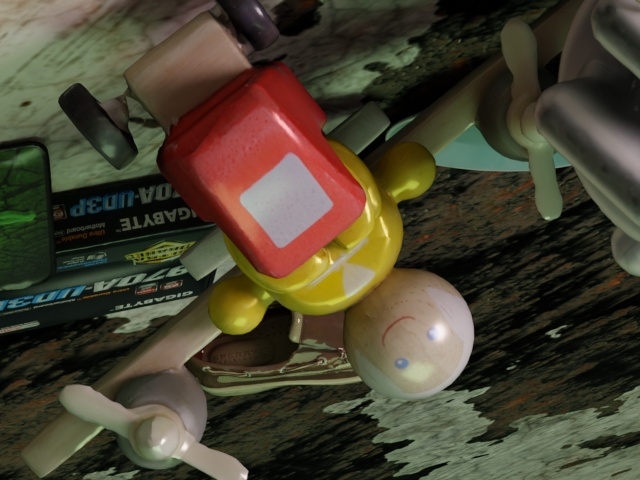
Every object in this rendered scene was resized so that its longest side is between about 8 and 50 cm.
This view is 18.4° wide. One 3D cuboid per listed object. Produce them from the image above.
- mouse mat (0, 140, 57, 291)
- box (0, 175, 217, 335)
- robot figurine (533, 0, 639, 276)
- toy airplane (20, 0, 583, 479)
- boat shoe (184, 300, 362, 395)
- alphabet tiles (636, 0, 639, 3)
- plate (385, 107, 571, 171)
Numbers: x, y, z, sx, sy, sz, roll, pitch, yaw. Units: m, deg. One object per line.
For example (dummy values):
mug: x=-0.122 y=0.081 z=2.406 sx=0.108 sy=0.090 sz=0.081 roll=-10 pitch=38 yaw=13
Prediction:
mouse mat: x=-0.287 y=-0.004 z=1.436 sx=0.189 sy=0.007 sz=0.153 roll=-10 pitch=139 yaw=-12
box: x=-0.192 y=0.014 z=1.587 sx=0.220 sy=0.051 sz=0.175 roll=-11 pitch=161 yaw=-13
robot figurine: x=0.290 y=-0.099 z=1.249 sx=0.353 sy=0.200 sz=0.300 roll=-11 pitch=143 yaw=-47
toy airplane: x=0.000 y=0.000 z=1.340 sx=0.384 sy=0.272 sz=0.386 roll=-25 pitch=159 yaw=-43
boat shoe: x=-0.009 y=0.093 z=1.913 sx=0.257 sy=0.095 sz=0.095 roll=-17 pitch=156 yaw=6
alphabet tiles: x=0.118 y=-0.206 z=1.032 sx=0.237 sy=0.009 sz=0.198 roll=28 pitch=142 yaw=-15
plate: x=0.145 y=-0.088 z=1.551 sx=0.188 sy=0.024 sz=0.188 roll=1 pitch=168 yaw=0
